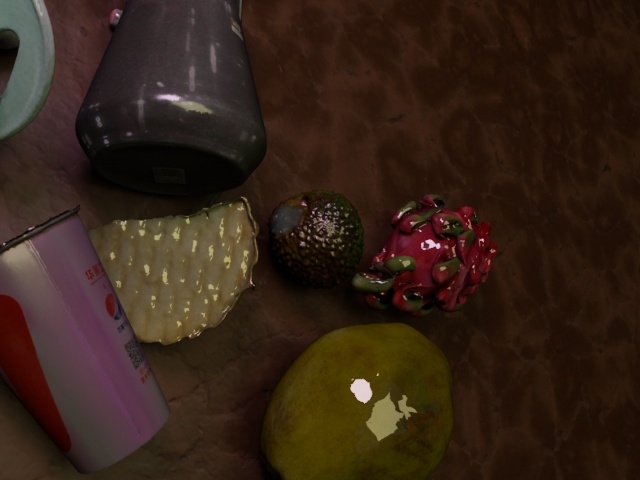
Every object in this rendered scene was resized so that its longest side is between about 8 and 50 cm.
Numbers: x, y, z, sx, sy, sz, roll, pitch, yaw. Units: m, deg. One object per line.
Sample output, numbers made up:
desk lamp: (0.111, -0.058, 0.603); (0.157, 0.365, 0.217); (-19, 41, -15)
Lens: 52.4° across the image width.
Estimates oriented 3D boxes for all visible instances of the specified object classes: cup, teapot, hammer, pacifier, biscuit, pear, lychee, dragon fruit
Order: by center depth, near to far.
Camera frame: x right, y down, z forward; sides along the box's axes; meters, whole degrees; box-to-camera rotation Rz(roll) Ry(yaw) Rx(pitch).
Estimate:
cup: (-0.314, 0.127, 0.796); (0.203, 0.203, 0.288); (-36, 105, -35)
pacifier: (-0.456, -0.266, 0.804); (0.343, 0.288, 0.269); (36, 24, 1)
biscuit: (-0.212, 0.050, 0.895); (0.274, 0.036, 0.187); (-9, 91, -3)
teapot: (-0.189, -0.248, 0.939); (0.300, 0.254, 0.343); (49, 41, -70)
pear: (0.058, 0.265, 0.963); (0.321, 0.269, 0.269); (-35, 98, -22)
hammer: (-0.307, -0.312, 1.005); (0.053, 0.031, 0.083); (17, 79, -27)
lychee: (0.000, 0.000, 1.054); (0.171, 0.171, 0.171); (9, 72, -31)
dragon fruit: (0.190, 0.043, 1.142); (0.198, 0.218, 0.272); (32, 58, 8)

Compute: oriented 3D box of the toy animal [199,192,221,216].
toy animal: (-0.178, -0.018, 0.975); (0.070, 0.079, 0.252); (42, 59, -33)
